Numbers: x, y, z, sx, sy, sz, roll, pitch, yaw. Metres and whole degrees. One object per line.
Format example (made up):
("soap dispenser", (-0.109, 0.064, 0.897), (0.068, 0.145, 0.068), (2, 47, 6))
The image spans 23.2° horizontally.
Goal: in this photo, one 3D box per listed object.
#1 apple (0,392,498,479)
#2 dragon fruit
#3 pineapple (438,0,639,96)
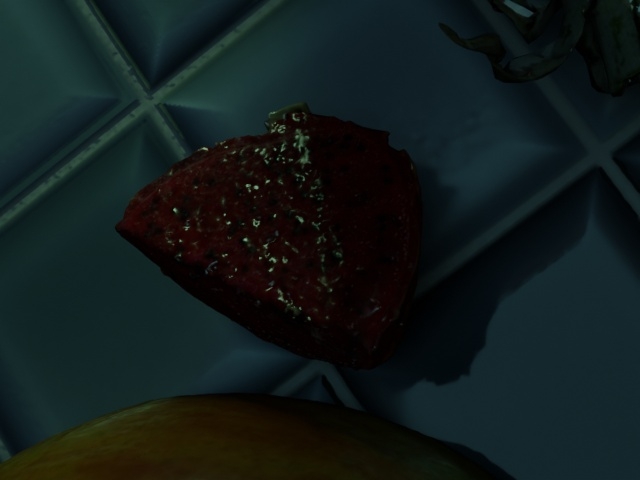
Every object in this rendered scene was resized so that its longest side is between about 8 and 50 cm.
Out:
("apple", (-0.056, 0.172, 0.681), (0.346, 0.179, 0.254), (-9, 41, 16))
("dragon fruit", (0.000, 0.000, 0.732), (0.162, 0.083, 0.106), (21, 69, 37))
("pineapple", (0.095, -0.198, 0.676), (0.262, 0.262, 0.272), (-33, 90, 11))
